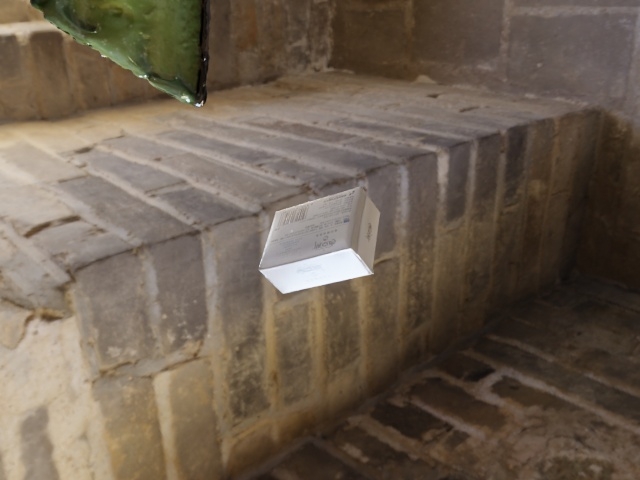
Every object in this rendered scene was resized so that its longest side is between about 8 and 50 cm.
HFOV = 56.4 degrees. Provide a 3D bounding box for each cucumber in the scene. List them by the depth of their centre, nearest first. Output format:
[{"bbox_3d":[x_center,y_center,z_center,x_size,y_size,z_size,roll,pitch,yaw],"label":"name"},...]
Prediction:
[{"bbox_3d":[-0.132,-0.195,0.407,0.086,0.115,0.193,-115,28,-68],"label":"cucumber"}]

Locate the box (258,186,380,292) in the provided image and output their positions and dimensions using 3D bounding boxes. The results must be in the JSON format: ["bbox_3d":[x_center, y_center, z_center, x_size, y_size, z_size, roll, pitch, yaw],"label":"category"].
[{"bbox_3d":[0.001,0.002,1.524,0.274,0.203,0.116,-15,134,30],"label":"box"}]

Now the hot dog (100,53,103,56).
[{"bbox_3d":[-0.326,-0.390,1.034,0.169,0.061,0.078,-65,23,17],"label":"hot dog"}]
